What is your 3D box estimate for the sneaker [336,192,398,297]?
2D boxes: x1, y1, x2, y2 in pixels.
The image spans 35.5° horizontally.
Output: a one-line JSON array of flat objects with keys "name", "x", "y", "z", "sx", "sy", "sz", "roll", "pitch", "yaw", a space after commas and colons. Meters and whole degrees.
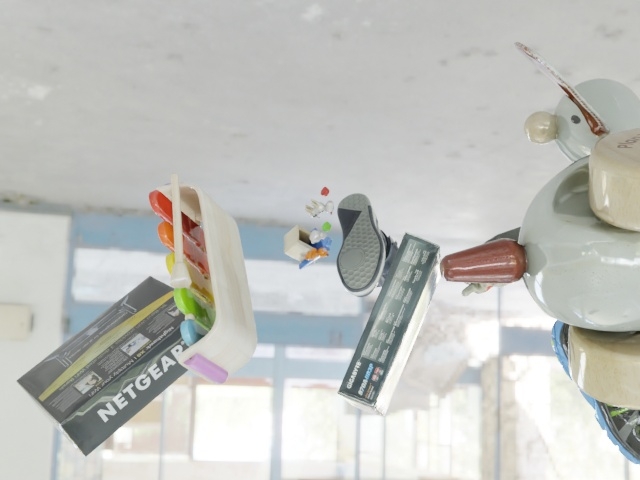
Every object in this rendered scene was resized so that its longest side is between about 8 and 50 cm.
[{"name": "sneaker", "x": 0.088, "y": 0.048, "z": 1.702, "sx": 0.086, "sy": 0.226, "sz": 0.163, "roll": -14, "pitch": 130, "yaw": 14}]

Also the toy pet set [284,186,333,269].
[{"name": "toy pet set", "x": 0.000, "y": 0.000, "z": 1.556, "sx": 0.065, "sy": 0.122, "sz": 0.114, "roll": 29, "pitch": 131, "yaw": -28}]

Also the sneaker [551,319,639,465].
[{"name": "sneaker", "x": 0.292, "y": 0.139, "z": 0.923, "sx": 0.078, "sy": 0.188, "sz": 0.067, "roll": -38, "pitch": 179, "yaw": 42}]

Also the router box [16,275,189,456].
[{"name": "router box", "x": -0.346, "y": 0.205, "z": 1.723, "sx": 0.309, "sy": 0.081, "sz": 0.243, "roll": -40, "pitch": -152, "yaw": -20}]

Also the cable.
[{"name": "cable", "x": 0.309, "y": 0.015, "z": 1.433, "sx": 0.287, "sy": 0.072, "sz": 0.139, "roll": -16, "pitch": 161, "yaw": -35}]

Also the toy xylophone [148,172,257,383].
[{"name": "toy xylophone", "x": -0.182, "y": 0.037, "z": 1.471, "sx": 0.081, "sy": 0.322, "sz": 0.236, "roll": -22, "pitch": 139, "yaw": 15}]

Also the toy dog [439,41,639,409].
[{"name": "toy dog", "x": 0.160, "y": -0.022, "z": 0.664, "sx": 0.161, "sy": 0.220, "sz": 0.334, "roll": 2, "pitch": -176, "yaw": 6}]

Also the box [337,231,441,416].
[{"name": "box", "x": 0.095, "y": 0.115, "z": 1.295, "sx": 0.051, "sy": 0.220, "sz": 0.175, "roll": 21, "pitch": 171, "yaw": 12}]
